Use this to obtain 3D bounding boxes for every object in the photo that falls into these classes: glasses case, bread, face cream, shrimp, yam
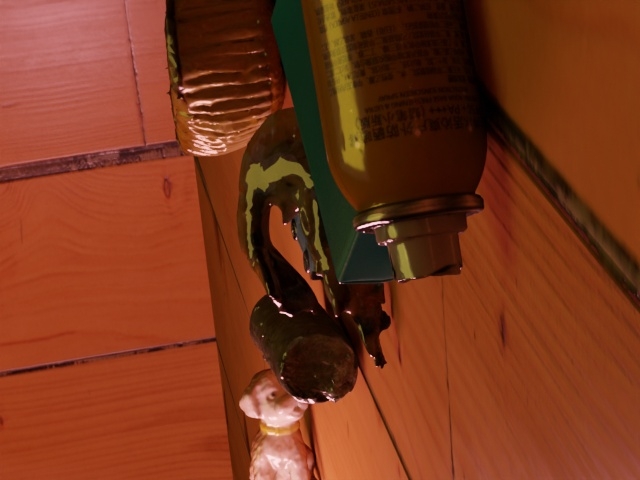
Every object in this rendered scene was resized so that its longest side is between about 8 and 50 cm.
[{"bbox_3d":[0.026,-0.116,1.343,0.117,0.070,0.301,109,155,-49],"label":"glasses case"},{"bbox_3d":[-0.123,-0.223,2.030,0.253,0.142,0.227,103,156,-77],"label":"bread"},{"bbox_3d":[0.041,-0.146,1.054,0.105,0.105,0.348,136,125,-80],"label":"face cream"},{"bbox_3d":[-0.015,0.002,1.520,0.059,0.145,0.254,-2,-100,-63],"label":"shrimp"},{"bbox_3d":[-0.020,0.116,1.825,0.259,0.093,0.093,-136,38,-77],"label":"yam"}]

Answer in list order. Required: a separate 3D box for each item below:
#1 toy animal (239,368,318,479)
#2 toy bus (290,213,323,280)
[{"bbox_3d":[-0.060,0.256,2.266,0.184,0.104,0.185,-104,2,-81],"label":"toy animal"},{"bbox_3d":[0.005,-0.023,1.610,0.123,0.060,0.075,-113,20,-53],"label":"toy bus"}]
